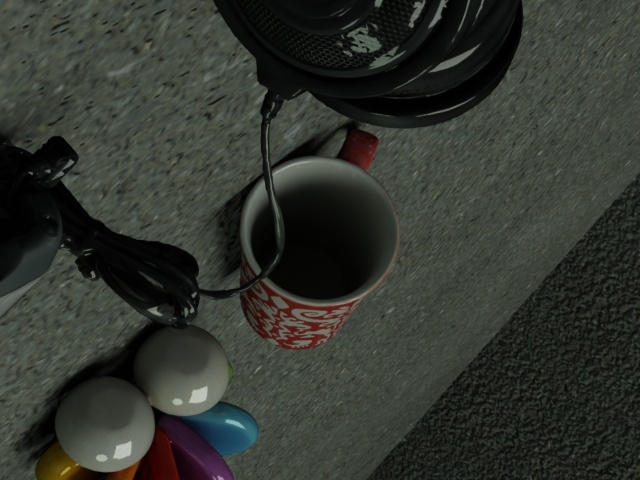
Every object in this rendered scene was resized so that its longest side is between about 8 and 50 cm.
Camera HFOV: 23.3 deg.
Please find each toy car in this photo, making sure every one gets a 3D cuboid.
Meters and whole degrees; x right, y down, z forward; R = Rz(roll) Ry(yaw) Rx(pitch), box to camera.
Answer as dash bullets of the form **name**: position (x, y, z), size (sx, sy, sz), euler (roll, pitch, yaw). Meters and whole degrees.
- **toy car**: position (-0.127, 0.165, 1.222), size (0.182, 0.136, 0.159), euler (-35, 165, -29)

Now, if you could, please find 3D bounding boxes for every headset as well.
- **headset**: position (0.003, -0.140, 0.732), size (0.394, 0.185, 0.243), euler (-59, 169, 5)

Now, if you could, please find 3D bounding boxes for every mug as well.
- **mug**: position (0.004, 0.009, 1.173), size (0.150, 0.113, 0.169), euler (-36, 169, -17)

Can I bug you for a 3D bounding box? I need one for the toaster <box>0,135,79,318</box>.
- **toaster**: position (-0.201, 0.013, 0.557), size (0.146, 0.129, 0.227), euler (-44, 169, 25)
